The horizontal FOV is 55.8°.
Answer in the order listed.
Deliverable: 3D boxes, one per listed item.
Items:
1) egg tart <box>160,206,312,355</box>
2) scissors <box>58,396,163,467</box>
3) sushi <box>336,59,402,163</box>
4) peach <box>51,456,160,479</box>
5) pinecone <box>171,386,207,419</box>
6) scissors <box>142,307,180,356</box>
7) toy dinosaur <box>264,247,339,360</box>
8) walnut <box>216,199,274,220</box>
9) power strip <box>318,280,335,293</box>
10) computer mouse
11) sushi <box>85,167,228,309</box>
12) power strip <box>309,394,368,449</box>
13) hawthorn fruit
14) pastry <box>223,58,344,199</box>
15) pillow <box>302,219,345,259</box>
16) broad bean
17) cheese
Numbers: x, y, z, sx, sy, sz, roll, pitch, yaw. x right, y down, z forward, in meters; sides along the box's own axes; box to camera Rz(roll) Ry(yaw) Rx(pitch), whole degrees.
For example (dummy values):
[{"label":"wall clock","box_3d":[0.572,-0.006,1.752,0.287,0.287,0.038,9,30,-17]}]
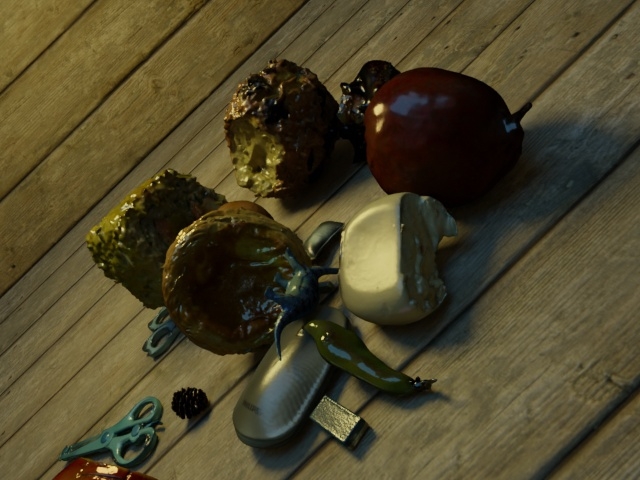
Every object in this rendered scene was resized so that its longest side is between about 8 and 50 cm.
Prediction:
[{"label":"egg tart","box_3d":[-0.190,0.096,1.406,0.352,0.352,0.150,-52,3,-13]},{"label":"scissors","box_3d":[-0.541,0.515,1.549,0.393,0.032,0.180,-25,36,27]},{"label":"sushi","box_3d":[0.152,-0.367,1.632,0.215,0.212,0.227,-5,47,47]},{"label":"peach","box_3d":[-0.389,0.543,1.173,0.275,0.249,0.245,-8,80,26]},{"label":"pinecone","box_3d":[-0.304,0.378,1.407,0.083,0.077,0.077,-9,45,30]},{"label":"scissors","box_3d":[-0.370,0.204,1.726,0.360,0.029,0.191,-31,32,21]},{"label":"toy dinosaur","box_3d":[-0.056,0.109,1.299,0.329,0.144,0.076,-47,-11,-46]},{"label":"walnut","box_3d":[-0.204,0.027,1.596,0.203,0.203,0.297,-25,53,29]},{"label":"power strip","box_3d":[-0.001,0.111,1.415,0.083,0.027,0.017,-11,41,42]},{"label":"computer mouse","box_3d":[-0.064,0.270,1.243,0.197,0.095,0.331,5,56,46]},{"label":"sushi","box_3d":[-0.426,-0.002,1.739,0.240,0.351,0.396,-26,22,39]},{"label":"power strip","box_3d":[0.032,0.332,1.111,0.056,0.032,0.123,-52,32,-14]},{"label":"hawthorn fruit","box_3d":[0.252,-0.213,1.273,0.325,0.308,0.308,8,50,11]},{"label":"pastry","box_3d":[-0.091,-0.314,1.717,0.292,0.405,0.337,28,53,23]},{"label":"pillow","box_3d":[-0.002,-0.002,1.520,0.135,0.055,0.091,-51,0,-17]},{"label":"broad bean","box_3d":[0.079,0.224,1.126,0.325,0.067,0.075,24,83,40]},{"label":"cheese","box_3d":[0.147,0.038,1.195,0.233,0.127,0.266,-16,61,39]}]
